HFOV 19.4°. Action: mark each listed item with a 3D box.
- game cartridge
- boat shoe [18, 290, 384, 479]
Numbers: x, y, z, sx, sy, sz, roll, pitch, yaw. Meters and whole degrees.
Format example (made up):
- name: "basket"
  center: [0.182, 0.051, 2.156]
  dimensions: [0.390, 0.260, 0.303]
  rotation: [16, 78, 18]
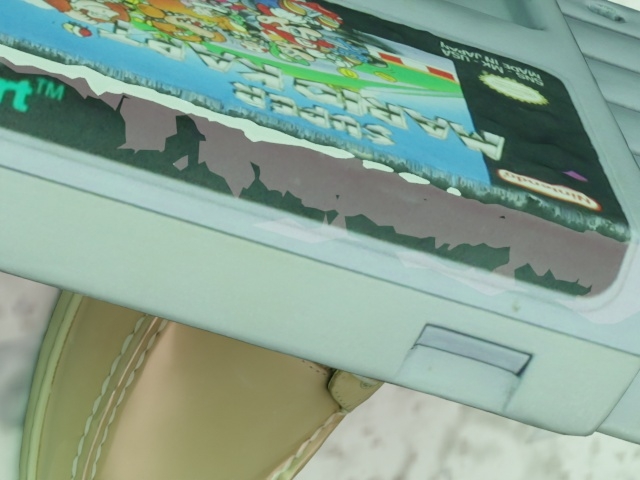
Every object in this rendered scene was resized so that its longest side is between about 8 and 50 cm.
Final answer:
- name: "game cartridge"
  center: [-0.047, -0.056, 0.484]
  dimensions: [0.355, 0.230, 0.068]
  rotation: [17, 109, -10]
- name: "boat shoe"
  center: [0.000, 0.000, 0.652]
  dimensions: [0.109, 0.098, 0.302]
  rotation: [36, 84, -29]
